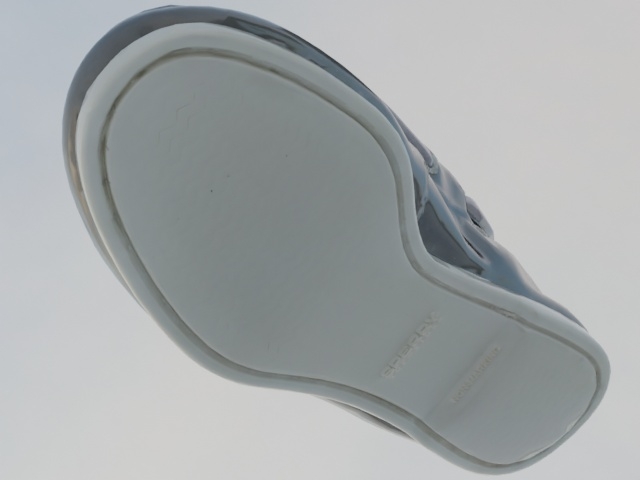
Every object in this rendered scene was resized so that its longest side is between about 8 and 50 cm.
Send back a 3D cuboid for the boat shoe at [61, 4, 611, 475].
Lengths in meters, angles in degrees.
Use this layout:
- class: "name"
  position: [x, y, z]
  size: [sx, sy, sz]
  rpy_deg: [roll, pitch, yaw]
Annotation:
- class: "boat shoe"
  position: [0.000, 0.000, 0.709]
  size: [0.112, 0.095, 0.335]
  rpy_deg: [-47, -40, 5]
